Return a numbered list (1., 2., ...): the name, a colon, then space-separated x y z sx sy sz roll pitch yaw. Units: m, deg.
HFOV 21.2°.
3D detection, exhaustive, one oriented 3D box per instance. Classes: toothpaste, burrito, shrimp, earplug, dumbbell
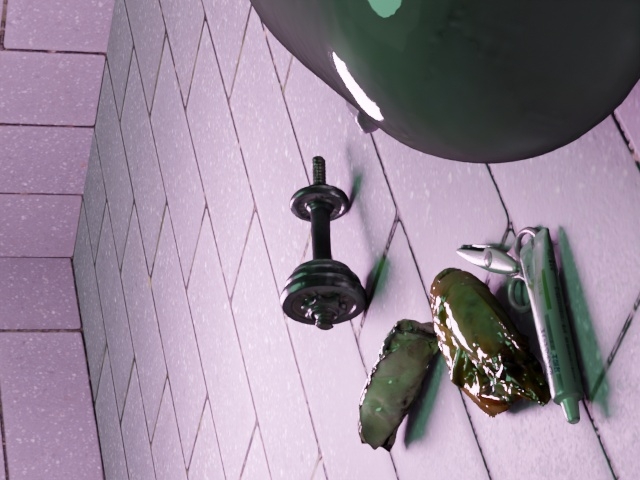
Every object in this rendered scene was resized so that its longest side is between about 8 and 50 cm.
1. toothpaste: 0.216 0.081 1.594 0.048 0.029 0.197 -47 43 47
2. burrito: 0.086 0.166 1.959 0.058 0.063 0.229 49 141 24
3. shrimp: 0.166 0.117 1.709 0.267 0.061 0.145 -146 47 -64
4. earplug: 0.117 -0.237 1.461 0.394 0.313 0.312 -128 42 -62
5. dumbbell: 0.000 0.000 2.190 0.110 0.110 0.254 117 155 -55

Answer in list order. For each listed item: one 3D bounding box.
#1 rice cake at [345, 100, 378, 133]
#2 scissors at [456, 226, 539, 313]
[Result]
1. rice cake: 0.087 -0.287 1.983 0.072 0.056 0.365 -103 21 -53
2. scissors: 0.180 0.020 1.725 0.176 0.022 0.085 -157 73 -68
